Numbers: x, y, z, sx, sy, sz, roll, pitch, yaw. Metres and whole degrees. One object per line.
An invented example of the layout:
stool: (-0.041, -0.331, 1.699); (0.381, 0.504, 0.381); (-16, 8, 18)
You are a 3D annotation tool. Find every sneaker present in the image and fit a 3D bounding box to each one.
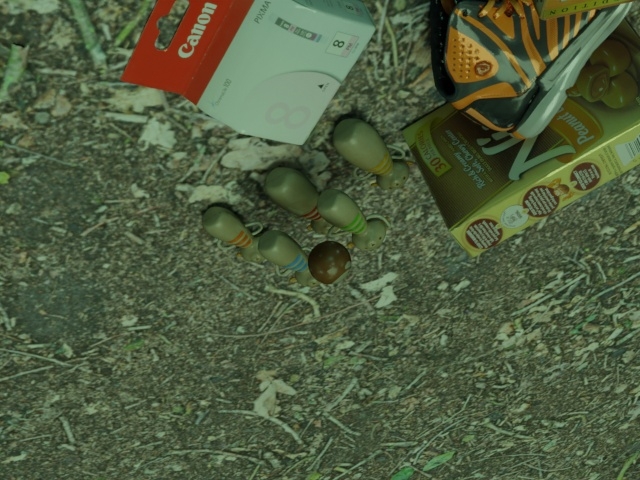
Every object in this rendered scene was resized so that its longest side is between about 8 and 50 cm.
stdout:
sneaker: (0.237, -0.278, 1.156); (0.180, 0.124, 0.321); (22, 109, -16)

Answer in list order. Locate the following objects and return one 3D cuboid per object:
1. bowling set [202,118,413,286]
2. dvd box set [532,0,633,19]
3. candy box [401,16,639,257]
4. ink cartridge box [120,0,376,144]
bowling set: (0.000, 0.000, 1.339); (0.287, 0.200, 0.154); (-30, 143, 18)
dvd box set: (0.358, -0.369, 0.894); (0.307, 0.062, 0.420); (-13, 156, -2)
candy box: (0.280, -0.138, 1.298); (0.316, 0.183, 0.087); (-30, 142, 13)
ink cartridge box: (-0.081, -0.207, 1.155); (0.232, 0.066, 0.189); (4, 137, -35)
